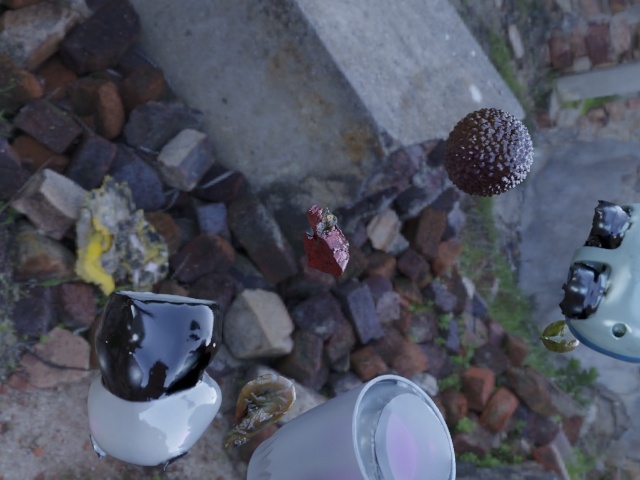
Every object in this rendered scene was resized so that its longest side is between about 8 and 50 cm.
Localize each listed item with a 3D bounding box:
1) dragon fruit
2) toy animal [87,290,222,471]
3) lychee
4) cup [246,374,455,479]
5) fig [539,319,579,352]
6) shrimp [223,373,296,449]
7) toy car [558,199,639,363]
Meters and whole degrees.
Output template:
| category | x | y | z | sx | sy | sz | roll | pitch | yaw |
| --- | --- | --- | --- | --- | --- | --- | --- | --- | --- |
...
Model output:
| category | x | y | z | sx | sy | sz | roll | pitch | yaw |
| --- | --- | --- | --- | --- | --- | --- | --- | --- | --- |
| dragon fruit | 0.014 | -0.010 | 1.889 | 0.092 | 0.122 | 0.192 | -42 | 121 | -37 |
| toy animal | -0.308 | 0.253 | 1.325 | 0.251 | 0.251 | 0.310 | 7 | 88 | -61 |
| lychee | 0.467 | -0.234 | 1.975 | 0.271 | 0.271 | 0.271 | 11 | 78 | -61 |
| cup | 0.045 | 0.419 | 1.356 | 0.253 | 0.371 | 0.253 | 25 | 49 | -33 |
| fig | 0.554 | 0.224 | 1.680 | 0.098 | 0.084 | 0.082 | -6 | 110 | -62 |
| shrimp | -0.198 | 0.494 | 2.111 | 0.152 | 0.287 | 0.063 | 47 | 7 | -21 |
| toy car | 0.471 | 0.072 | 1.098 | 0.255 | 0.188 | 0.190 | -62 | 156 | -25 |
